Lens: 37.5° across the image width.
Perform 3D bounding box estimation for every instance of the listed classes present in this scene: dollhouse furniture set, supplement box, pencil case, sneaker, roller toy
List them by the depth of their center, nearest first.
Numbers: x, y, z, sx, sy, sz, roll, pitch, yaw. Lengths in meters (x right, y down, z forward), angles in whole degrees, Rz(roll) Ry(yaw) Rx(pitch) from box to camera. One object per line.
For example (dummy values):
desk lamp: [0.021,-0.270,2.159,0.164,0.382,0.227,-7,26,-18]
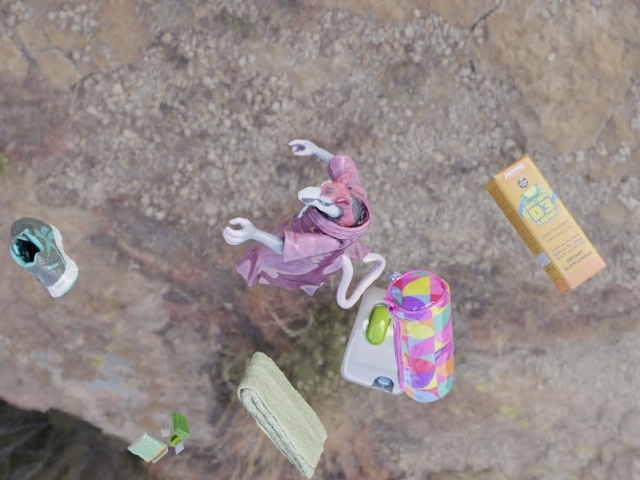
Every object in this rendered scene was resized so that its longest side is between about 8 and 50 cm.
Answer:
sneaker: [-0.389,0.007,1.279,0.065,0.166,0.076,-50,137,-3]
pencil case: [0.155,0.151,1.477,0.104,0.104,0.236,-2,133,12]
supplement box: [0.381,-0.027,1.607,0.078,0.233,0.080,-34,170,-5]
roller toy: [0.132,0.197,1.845,0.146,0.209,0.191,18,111,4]
dollhouse furniture set: [-0.356,0.456,2.111,0.151,0.058,0.076,-42,125,14]

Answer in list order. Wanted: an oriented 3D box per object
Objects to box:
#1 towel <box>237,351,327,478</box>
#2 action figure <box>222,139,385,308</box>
towel: [-0.044,0.213,1.170,0.027,0.110,0.148,-34,102,18]
action figure: [0.000,0.000,1.515,0.275,0.248,0.370,39,157,-4]
